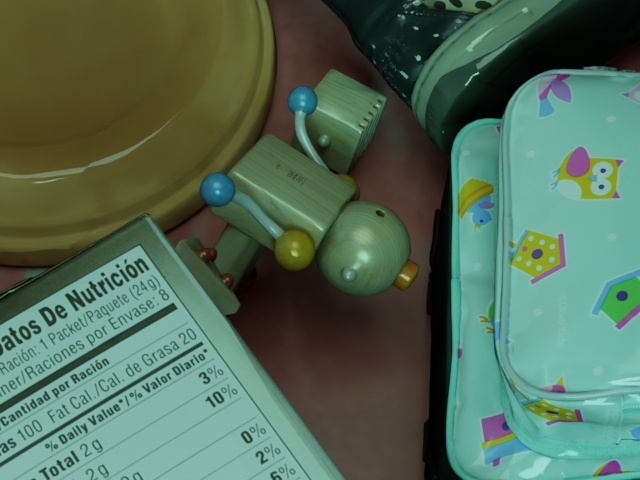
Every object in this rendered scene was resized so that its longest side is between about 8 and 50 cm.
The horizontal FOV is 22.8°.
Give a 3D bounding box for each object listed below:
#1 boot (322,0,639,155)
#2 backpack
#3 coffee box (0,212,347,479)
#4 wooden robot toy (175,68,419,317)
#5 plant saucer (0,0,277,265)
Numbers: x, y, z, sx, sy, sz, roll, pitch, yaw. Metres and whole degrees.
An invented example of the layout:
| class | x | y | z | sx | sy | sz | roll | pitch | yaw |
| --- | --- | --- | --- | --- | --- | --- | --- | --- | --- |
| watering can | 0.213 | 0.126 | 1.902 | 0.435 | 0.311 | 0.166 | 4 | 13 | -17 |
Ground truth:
| class | x | y | z | sx | sy | sz | roll | pitch | yaw |
| --- | --- | --- | --- | --- | --- | --- | --- | --- | --- |
| boot | 0.081 | -0.156 | 0.692 | 0.236 | 0.085 | 0.178 | -36 | 62 | -23 |
| backpack | 0.137 | 0.029 | 0.559 | 0.189 | 0.144 | 0.165 | 5 | 56 | -1 |
| coffee box | -0.016 | 0.162 | 0.468 | 0.119 | 0.168 | 0.297 | -31 | 65 | -16 |
| wooden robot toy | 0.000 | 0.000 | 0.602 | 0.079 | 0.076 | 0.173 | 27 | 30 | 6 |
| plant saucer | -0.118 | -0.084 | 0.676 | 0.200 | 0.037 | 0.200 | 0 | 61 | 0 |
